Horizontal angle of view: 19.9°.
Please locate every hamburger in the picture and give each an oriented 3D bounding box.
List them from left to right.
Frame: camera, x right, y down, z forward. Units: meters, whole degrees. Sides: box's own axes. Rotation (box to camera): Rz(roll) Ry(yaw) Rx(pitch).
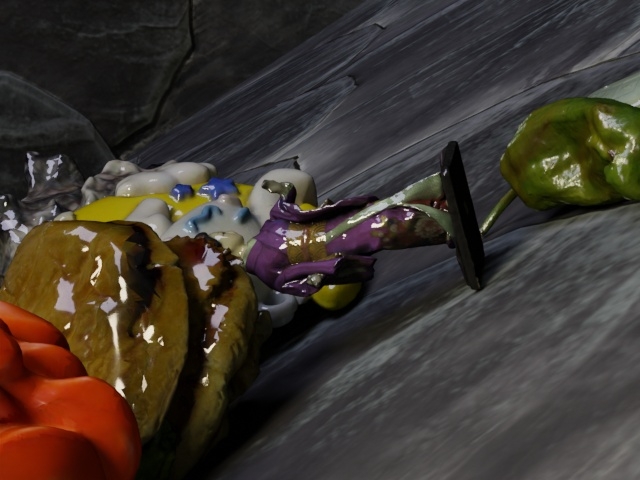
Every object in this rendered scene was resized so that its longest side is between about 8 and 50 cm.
[{"bbox_3d":[-0.142,0.075,1.113,0.183,0.130,0.206,2,56,44],"label":"hamburger"}]

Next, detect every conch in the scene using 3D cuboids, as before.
[{"bbox_3d":[-0.160,0.004,1.529,0.241,0.186,0.313,-9,2,6],"label":"conch"}]

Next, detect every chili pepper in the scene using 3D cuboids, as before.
[{"bbox_3d":[0.158,-0.055,1.162,0.073,0.072,0.204,-37,12,-20],"label":"chili pepper"}]

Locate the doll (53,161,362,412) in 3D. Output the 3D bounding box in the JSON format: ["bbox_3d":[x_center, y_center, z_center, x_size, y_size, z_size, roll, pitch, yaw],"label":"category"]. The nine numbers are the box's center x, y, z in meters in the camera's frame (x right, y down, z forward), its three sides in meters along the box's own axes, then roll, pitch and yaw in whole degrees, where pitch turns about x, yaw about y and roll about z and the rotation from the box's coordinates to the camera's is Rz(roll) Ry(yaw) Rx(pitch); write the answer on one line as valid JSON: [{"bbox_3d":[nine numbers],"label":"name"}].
[{"bbox_3d":[-0.086,0.019,1.305,0.237,0.111,0.252,22,34,28],"label":"doll"}]

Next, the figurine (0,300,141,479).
[{"bbox_3d":[-0.272,0.108,0.958,0.306,0.241,0.412,3,13,-24],"label":"figurine"}]

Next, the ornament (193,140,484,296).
[{"bbox_3d":[0.001,-0.009,1.169,0.203,0.081,0.088,-5,15,12],"label":"ornament"}]

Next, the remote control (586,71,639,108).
[{"bbox_3d":[0.278,-0.117,1.223,0.233,0.038,0.098,-24,13,27],"label":"remote control"}]
